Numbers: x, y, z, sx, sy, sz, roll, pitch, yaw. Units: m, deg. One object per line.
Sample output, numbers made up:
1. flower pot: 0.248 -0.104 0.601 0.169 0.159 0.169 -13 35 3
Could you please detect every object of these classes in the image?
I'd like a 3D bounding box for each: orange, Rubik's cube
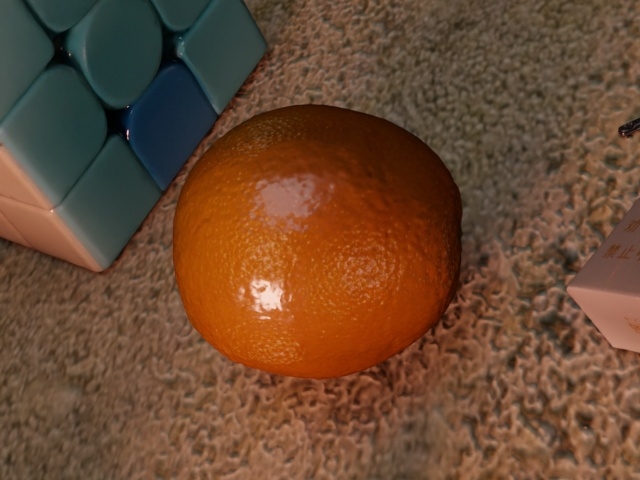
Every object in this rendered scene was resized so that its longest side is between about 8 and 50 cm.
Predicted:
1. orange: 0.000 0.000 0.766 0.206 0.206 0.206 -14 48 17
2. Rubik's cube: -0.276 -0.190 0.993 0.291 0.292 0.290 15 61 35

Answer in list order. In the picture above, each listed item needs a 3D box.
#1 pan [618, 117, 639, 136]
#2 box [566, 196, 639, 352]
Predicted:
1. pan: 0.276 -0.112 0.826 0.115 0.023 0.068 -27 47 4
2. box: 0.281 -0.027 0.686 0.233 0.067 0.149 -47 22 -14
